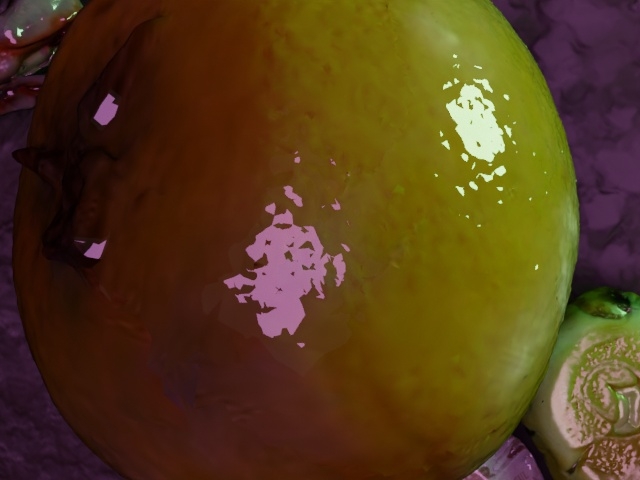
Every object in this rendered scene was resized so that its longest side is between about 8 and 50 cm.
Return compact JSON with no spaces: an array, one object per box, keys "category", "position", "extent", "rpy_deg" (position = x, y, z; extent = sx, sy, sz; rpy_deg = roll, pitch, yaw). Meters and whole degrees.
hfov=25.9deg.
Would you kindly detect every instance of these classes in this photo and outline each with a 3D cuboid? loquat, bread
[{"category":"loquat","position":[0.000,0.000,0.772],"extent":[0.328,0.359,0.329],"rpy_deg":[-13,72,47]},{"category":"bread","position":[0.183,0.100,0.854],"extent":[0.139,0.071,0.130],"rpy_deg":[42,93,-1]}]

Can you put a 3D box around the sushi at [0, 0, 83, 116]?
[{"category":"sushi","position":[-0.297,-0.130,0.881],"extent":[0.332,0.124,0.130],"rpy_deg":[-9,104,8]}]

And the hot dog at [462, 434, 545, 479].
[{"category":"hot dog","position":[0.117,0.197,0.877],"extent":[0.108,0.059,0.191],"rpy_deg":[-31,98,27]}]
